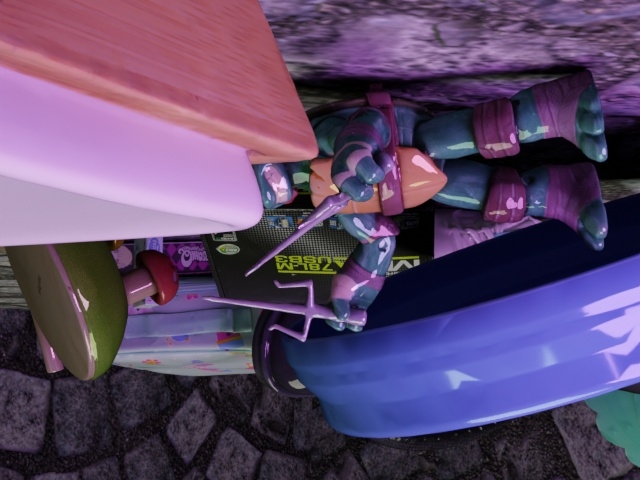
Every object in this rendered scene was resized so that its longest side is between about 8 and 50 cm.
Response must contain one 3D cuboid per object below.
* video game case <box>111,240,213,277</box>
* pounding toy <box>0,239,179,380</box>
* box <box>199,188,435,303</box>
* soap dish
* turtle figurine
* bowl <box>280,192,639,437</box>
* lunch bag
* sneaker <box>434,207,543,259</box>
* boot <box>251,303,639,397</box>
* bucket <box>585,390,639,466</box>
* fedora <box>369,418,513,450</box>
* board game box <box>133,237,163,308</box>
[{"bbox_3d":[-0.160,0.032,1.801,0.210,0.041,0.232,-1,174,20],"label":"video game case"},{"bbox_3d":[-0.206,0.022,1.278,0.110,0.183,0.237,-25,-175,-22],"label":"pounding toy"},{"bbox_3d":[0.000,0.000,1.185,0.191,0.045,0.184,1,152,4],"label":"box"},{"bbox_3d":[-0.178,-0.064,0.493,0.291,0.118,0.229,-2,173,27],"label":"soap dish"},{"bbox_3d":[0.036,-0.030,0.786,0.234,0.118,0.175,-8,157,6],"label":"turtle figurine"},{"bbox_3d":[0.168,0.038,0.982,0.391,0.077,0.391,-18,-177,1],"label":"bowl"},{"bbox_3d":[-0.125,0.100,1.729,0.279,0.107,0.224,-5,168,17],"label":"lunch bag"},{"bbox_3d":[0.153,0.000,1.333,0.094,0.080,0.212,-11,177,44],"label":"sneaker"},{"bbox_3d":[0.193,0.102,1.451,0.367,0.146,0.445,-18,-162,-32],"label":"boot"},{"bbox_3d":[0.482,0.154,1.817,0.281,0.281,0.183,3,165,-14],"label":"bucket"},{"bbox_3d":[0.160,0.122,1.908,0.334,0.334,0.152,4,-152,-26],"label":"fedora"},{"bbox_3d":[-0.182,0.025,1.507,0.020,0.090,0.090,3,175,-15],"label":"board game box"}]
